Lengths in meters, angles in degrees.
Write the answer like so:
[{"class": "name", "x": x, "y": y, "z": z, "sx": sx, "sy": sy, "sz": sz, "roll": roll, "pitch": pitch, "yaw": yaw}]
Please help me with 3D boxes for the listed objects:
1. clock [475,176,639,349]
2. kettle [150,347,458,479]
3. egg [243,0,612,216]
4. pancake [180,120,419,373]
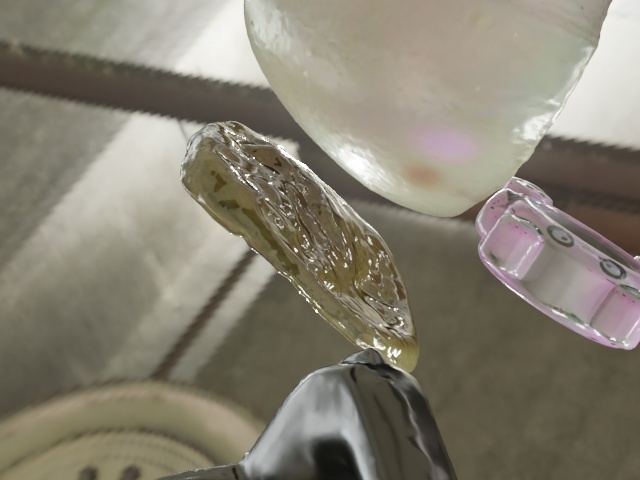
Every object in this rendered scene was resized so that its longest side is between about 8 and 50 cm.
[{"class": "clock", "x": 0.265, "y": 0.030, "z": 1.813, "sx": 0.228, "sy": 0.248, "sz": 0.090, "roll": 33, "pitch": -79, "yaw": 6}, {"class": "kettle", "x": -0.024, "y": 0.230, "z": 0.616, "sx": 0.203, "sy": 0.262, "sz": 0.308, "roll": -10, "pitch": -135, "yaw": -4}, {"class": "egg", "x": 0.040, "y": -0.133, "z": 0.980, "sx": 0.162, "sy": 0.206, "sz": 0.271, "roll": 21, "pitch": -162, "yaw": -12}, {"class": "pancake", "x": 0.000, "y": 0.000, "z": 1.220, "sx": 0.050, "sy": 0.242, "sz": 0.242, "roll": -44, "pitch": -142, "yaw": 15}]
